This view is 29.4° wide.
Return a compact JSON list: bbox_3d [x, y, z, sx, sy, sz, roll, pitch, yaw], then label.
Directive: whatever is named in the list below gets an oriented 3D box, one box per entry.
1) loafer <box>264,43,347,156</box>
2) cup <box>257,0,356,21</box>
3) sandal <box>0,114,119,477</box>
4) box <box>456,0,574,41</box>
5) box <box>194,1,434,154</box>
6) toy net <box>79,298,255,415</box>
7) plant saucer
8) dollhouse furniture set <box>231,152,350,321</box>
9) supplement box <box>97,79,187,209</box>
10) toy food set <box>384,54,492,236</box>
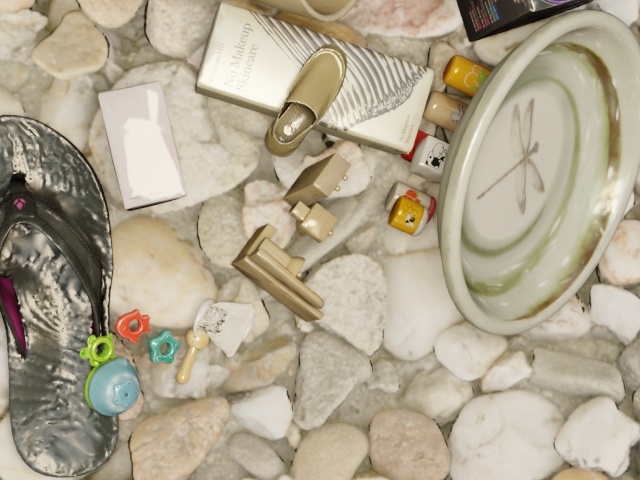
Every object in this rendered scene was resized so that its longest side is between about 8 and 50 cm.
[{"bbox_3d":[-0.013,-0.162,1.428,0.056,0.050,0.148,29,91,-9],"label":"loafer"},{"bbox_3d":[-0.082,-0.427,1.399,0.236,0.331,0.331,9,91,20],"label":"cup"},{"bbox_3d":[-0.320,0.066,1.459,0.167,0.107,0.446,-11,94,-7],"label":"sandal"},{"bbox_3d":[0.262,-0.340,1.444,0.165,0.270,0.143,-18,94,-7],"label":"box"},{"bbox_3d":[-0.010,-0.196,1.500,0.275,0.094,0.113,15,91,-9],"label":"box"},{"bbox_3d":[-0.185,0.119,1.481,0.232,0.045,0.122,-29,114,-30],"label":"toy net"},{"bbox_3d":[0.248,-0.086,1.467,0.400,0.100,0.401,-26,127,-40],"label":"plant saucer"},{"bbox_3d":[0.000,0.000,1.498,0.123,0.144,0.151,39,72,-12],"label":"dollhouse furniture set"},{"bbox_3d":[-0.204,-0.103,1.403,0.073,0.239,0.130,-13,94,-9],"label":"supplement box"},{"bbox_3d":[0.163,-0.099,1.514,0.104,0.111,0.232,23,74,-10],"label":"toy food set"}]
